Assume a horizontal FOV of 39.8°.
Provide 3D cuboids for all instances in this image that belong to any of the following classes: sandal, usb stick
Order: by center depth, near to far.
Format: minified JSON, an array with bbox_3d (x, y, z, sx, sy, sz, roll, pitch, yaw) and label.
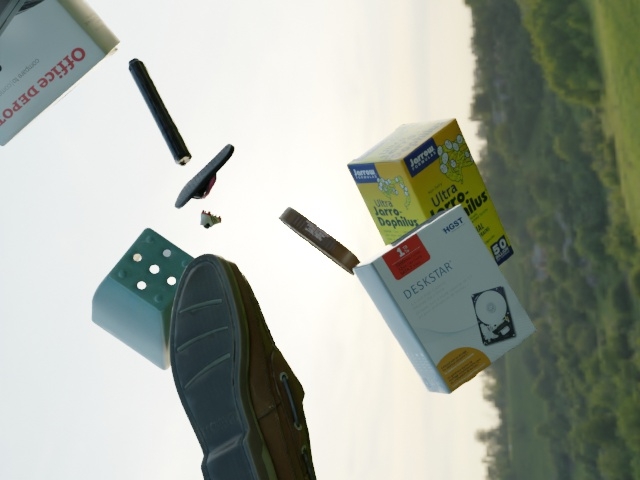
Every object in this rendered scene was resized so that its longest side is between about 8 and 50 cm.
[{"bbox_3d":[-0.229,-0.121,1.801,0.040,0.179,0.067,40,-167,-29],"label":"sandal"},{"bbox_3d":[-0.379,-0.302,2.085,0.278,0.045,0.077,62,180,10],"label":"usb stick"}]

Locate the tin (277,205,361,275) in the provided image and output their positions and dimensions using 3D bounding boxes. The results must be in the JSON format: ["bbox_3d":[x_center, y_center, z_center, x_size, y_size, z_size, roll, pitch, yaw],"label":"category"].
[{"bbox_3d":[0.000,0.000,1.697,0.040,0.190,0.106,-51,-20,-8],"label":"tin"}]

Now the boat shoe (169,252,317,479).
[{"bbox_3d":[-0.078,0.164,0.938,0.104,0.111,0.307,8,-115,-48],"label":"boat shoe"}]

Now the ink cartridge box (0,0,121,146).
[{"bbox_3d":[-0.618,-0.420,1.658,0.395,0.285,0.166,49,-168,-18],"label":"ink cartridge box"}]

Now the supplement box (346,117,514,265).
[{"bbox_3d":[0.250,-0.070,1.993,0.194,0.195,0.356,-38,-68,-28],"label":"supplement box"}]

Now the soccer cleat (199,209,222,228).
[{"bbox_3d":[-0.221,-0.038,1.774,0.083,0.029,0.035,33,-110,-75],"label":"soccer cleat"}]

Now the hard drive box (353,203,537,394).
[{"bbox_3d":[0.191,0.091,1.368,0.232,0.181,0.089,57,163,-2],"label":"hard drive box"}]

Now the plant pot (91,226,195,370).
[{"bbox_3d":[-0.276,0.085,1.482,0.165,0.166,0.234,-55,-3,-22],"label":"plant pot"}]
